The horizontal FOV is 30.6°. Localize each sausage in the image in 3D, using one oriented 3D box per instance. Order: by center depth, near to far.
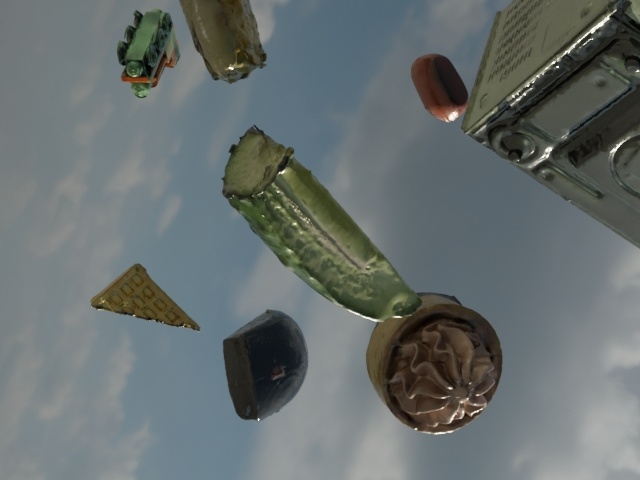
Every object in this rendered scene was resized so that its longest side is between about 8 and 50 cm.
[{"bbox_3d":[0.155,-0.200,1.524,0.054,0.059,0.094,-27,-88,54],"label":"sausage"}]

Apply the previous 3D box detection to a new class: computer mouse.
[{"bbox_3d":[-0.085,0.224,2.175,0.269,0.100,0.170,-32,110,-68],"label":"computer mouse"}]

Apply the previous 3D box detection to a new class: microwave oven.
[{"bbox_3d":[0.416,-0.156,1.320,0.333,0.394,0.247,-42,-158,50],"label":"microwave oven"}]

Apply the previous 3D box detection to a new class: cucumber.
[{"bbox_3d":[-0.002,0.000,1.454,0.105,0.325,0.145,-48,-143,-3],"label":"cucumber"}]

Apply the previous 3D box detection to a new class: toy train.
[{"bbox_3d":[-0.295,-0.320,2.017,0.118,0.074,0.175,82,14,-45],"label":"toy train"}]

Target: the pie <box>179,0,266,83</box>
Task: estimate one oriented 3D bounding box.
[{"bbox_3d":[-0.132,-0.312,1.280,0.068,0.282,0.128,-21,-174,25],"label":"pie"}]

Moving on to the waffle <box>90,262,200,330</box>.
[{"bbox_3d":[-0.263,0.113,1.767,0.097,0.152,0.023,-43,-156,-3],"label":"waffle"}]

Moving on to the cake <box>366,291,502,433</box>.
[{"bbox_3d":[0.176,0.175,1.666,0.207,0.185,0.178,-66,-161,-7],"label":"cake"}]
